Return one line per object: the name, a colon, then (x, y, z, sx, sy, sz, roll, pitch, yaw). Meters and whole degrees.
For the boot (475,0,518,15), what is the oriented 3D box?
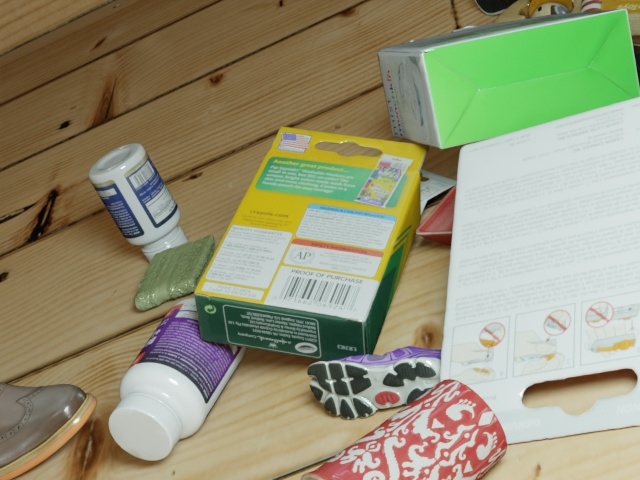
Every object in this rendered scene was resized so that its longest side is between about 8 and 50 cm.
boot: (0.375, -0.439, 2.290, 0.176, 0.088, 0.244, -35, 21, -16)

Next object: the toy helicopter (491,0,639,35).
toy helicopter: (0.379, -0.300, 1.954, 0.355, 0.140, 0.235, 7, 43, 47)

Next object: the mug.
mug: (0.071, 0.208, 1.314, 0.169, 0.113, 0.150, -36, 26, -23)

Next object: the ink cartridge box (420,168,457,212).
ink cartridge box: (0.075, -0.039, 1.862, 0.179, 0.045, 0.145, -29, 32, -29)

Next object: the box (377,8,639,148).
box: (0.228, -0.208, 1.771, 0.261, 0.127, 0.231, -13, 9, -10)

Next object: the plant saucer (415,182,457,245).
plant saucer: (0.282, -0.071, 1.707, 0.258, 0.048, 0.259, -2, 34, 45)

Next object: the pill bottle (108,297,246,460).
pill bottle: (-0.170, 0.164, 1.658, 0.108, 0.108, 0.193, -13, 28, 31)

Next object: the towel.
towel: (-0.207, 0.045, 2.033, 0.110, 0.027, 0.148, -20, 24, 17)

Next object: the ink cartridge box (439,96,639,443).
ink cartridge box: (0.282, 0.037, 1.439, 0.308, 0.091, 0.385, -14, 52, 30)

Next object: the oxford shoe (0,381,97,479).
oxford shoe: (-0.451, 0.230, 1.802, 0.363, 0.133, 0.130, -16, 26, 25)

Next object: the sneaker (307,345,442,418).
sneaker: (0.067, 0.147, 1.515, 0.169, 0.068, 0.071, -5, 17, 26)

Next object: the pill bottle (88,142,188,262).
pill bottle: (-0.267, -0.052, 2.114, 0.094, 0.169, 0.094, -23, 24, 11)

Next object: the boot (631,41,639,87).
boot: (0.425, -0.221, 1.756, 0.106, 0.082, 0.219, -22, 0, -6)

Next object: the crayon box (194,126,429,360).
crayon box: (0.000, 0.000, 1.703, 0.203, 0.083, 0.323, 8, 43, 15)
